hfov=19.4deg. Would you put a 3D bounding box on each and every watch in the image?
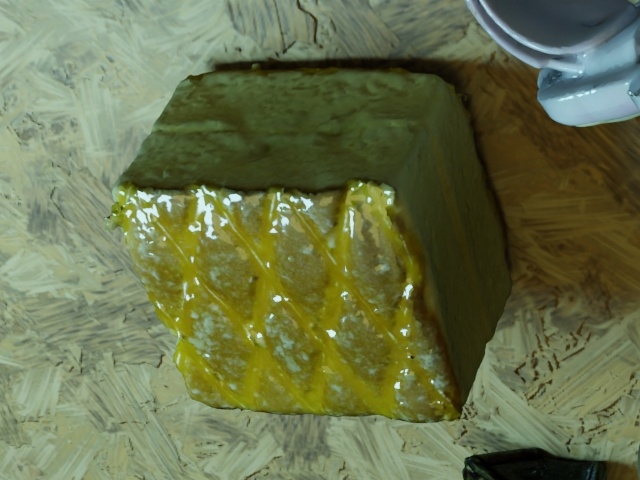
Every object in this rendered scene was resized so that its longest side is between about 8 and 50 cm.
[{"bbox_3d":[0.226,-0.207,1.396,0.248,0.211,0.217,-13,115,44],"label":"watch"}]

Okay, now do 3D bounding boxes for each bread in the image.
[{"bbox_3d":[0.000,0.000,1.667,0.279,0.207,0.279,-1,127,27],"label":"bread"}]

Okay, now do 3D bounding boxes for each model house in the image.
[{"bbox_3d":[0.215,0.281,1.889,0.152,0.106,0.165,8,128,17],"label":"model house"}]

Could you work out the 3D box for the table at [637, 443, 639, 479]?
[{"bbox_3d":[0.428,0.201,1.697,0.226,0.167,0.167,-33,111,32],"label":"table"}]
